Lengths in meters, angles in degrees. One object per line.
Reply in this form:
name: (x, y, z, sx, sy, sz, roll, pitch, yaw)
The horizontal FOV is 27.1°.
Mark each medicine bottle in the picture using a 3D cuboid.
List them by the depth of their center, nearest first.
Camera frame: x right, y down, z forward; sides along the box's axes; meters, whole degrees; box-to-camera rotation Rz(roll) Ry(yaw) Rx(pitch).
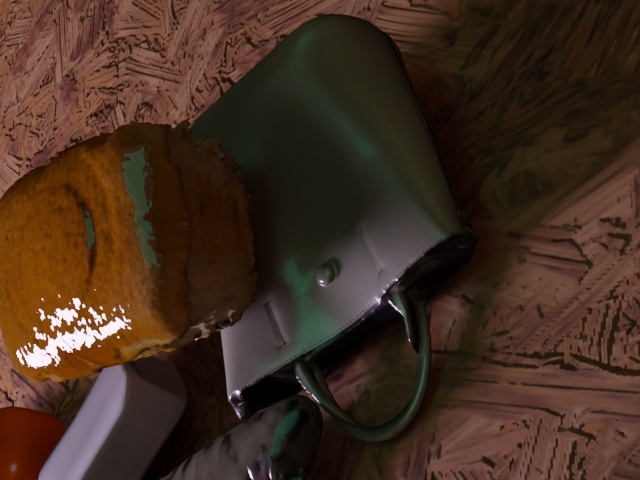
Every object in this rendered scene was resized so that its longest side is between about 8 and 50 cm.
medicine bottle: (-0.183, 0.181, 1.092, 0.183, 0.069, 0.119, -57, 21, 5)

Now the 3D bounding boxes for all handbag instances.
handbag: (0.000, 0.000, 0.962, 0.241, 0.109, 0.315, -40, 44, 31)

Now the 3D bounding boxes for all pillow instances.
pillow: (-0.073, 0.192, 0.957, 0.241, 0.051, 0.093, -36, 46, 41)

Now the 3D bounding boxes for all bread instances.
bread: (-0.154, 0.013, 0.996, 0.245, 0.121, 0.174, -16, 70, 44)

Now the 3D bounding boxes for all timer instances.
timer: (-0.279, 0.207, 1.162, 0.099, 0.136, 0.136, -2, 65, 46)
